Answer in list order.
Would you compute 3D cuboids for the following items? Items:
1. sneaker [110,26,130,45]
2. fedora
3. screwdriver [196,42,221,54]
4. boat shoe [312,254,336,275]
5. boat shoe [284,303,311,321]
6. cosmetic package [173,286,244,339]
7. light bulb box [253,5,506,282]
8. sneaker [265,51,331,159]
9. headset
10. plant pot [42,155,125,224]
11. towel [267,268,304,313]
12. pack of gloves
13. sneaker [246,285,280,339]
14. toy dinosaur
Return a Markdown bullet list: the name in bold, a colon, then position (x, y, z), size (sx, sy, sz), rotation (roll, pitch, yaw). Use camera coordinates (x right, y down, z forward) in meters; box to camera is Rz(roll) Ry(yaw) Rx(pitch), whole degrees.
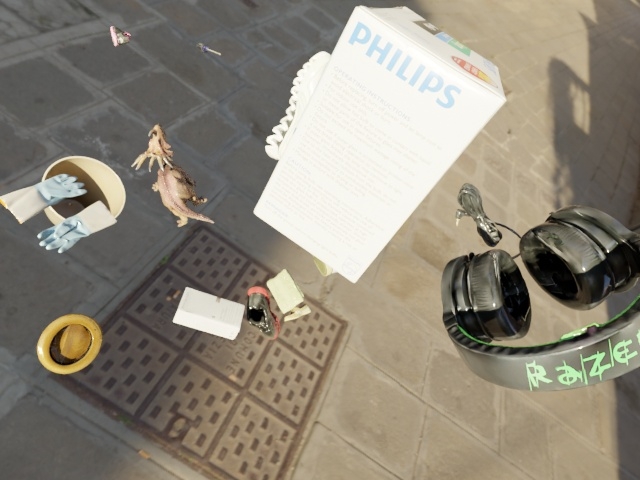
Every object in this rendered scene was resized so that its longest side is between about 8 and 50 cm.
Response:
- **sneaker**: position (-0.652, -0.670, 1.321), size (0.057, 0.047, 0.119), rotation (-17, 47, -16)
- **fedora**: position (-0.830, 0.337, 1.338), size (0.194, 0.079, 0.194), rotation (2, 87, -38)
- **screwdriver**: position (-0.273, -0.475, 1.005), size (0.025, 0.024, 0.170), rotation (-24, 39, -27)
- **boat shoe**: position (0.000, 0.000, 1.661), size (0.103, 0.113, 0.302), rotation (-17, 71, -25)
- **boat shoe**: position (-0.097, 0.290, 1.626), size (0.135, 0.050, 0.045), rotation (-13, 79, -49)
- **cosmetic package**: position (-0.410, 0.271, 1.498), size (0.231, 0.085, 0.117), rotation (21, 37, -16)
- **light bulb box**: position (0.110, -0.186, 0.725), size (0.225, 0.361, 0.358), rotation (34, 35, 1)
- **sneaker**: position (-0.028, -0.324, 1.027), size (0.118, 0.292, 0.110), rotation (33, 20, 17)
- **headset**: position (0.269, 0.028, 0.545), size (0.185, 0.243, 0.394), rotation (60, 16, -10)
- **plant pot**: position (-0.898, -0.135, 1.485), size (0.257, 0.274, 0.256), rotation (18, 63, -39)
- **towel**: position (-0.135, 0.192, 1.541), size (0.148, 0.110, 0.027), rotation (58, 13, 20)
- **pack of gloves**: position (-0.736, -0.076, 1.145), size (0.195, 0.046, 0.232), rotation (57, 32, -14)
- **sneaker**: position (-0.240, 0.326, 1.664), size (0.098, 0.276, 0.135), rotation (-9, 33, 9)
- **toy dinosaur**: position (-0.423, -0.160, 1.143), size (0.127, 0.200, 0.295), rotation (-31, 74, -10)
